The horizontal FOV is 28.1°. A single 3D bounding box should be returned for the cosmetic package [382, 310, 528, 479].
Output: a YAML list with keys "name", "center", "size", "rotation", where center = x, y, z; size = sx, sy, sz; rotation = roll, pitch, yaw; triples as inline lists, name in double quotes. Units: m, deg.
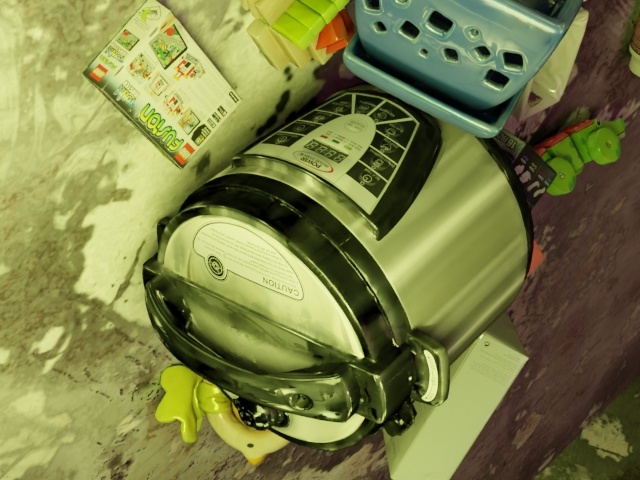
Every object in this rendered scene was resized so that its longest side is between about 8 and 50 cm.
- name: "cosmetic package"
  center: [0.208, 0.219, 2.158]
  size: [0.284, 0.097, 0.377]
  rotation: [-58, -169, 15]

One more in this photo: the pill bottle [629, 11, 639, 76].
- name: "pill bottle"
  center: [0.602, -0.368, 2.287]
  size: [0.086, 0.086, 0.152]
  rotation: [-30, 146, -34]

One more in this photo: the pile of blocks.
- name: "pile of blocks"
  center: [-0.010, -0.318, 1.426]
  size: [0.149, 0.112, 0.362]
  rotation: [-36, 147, -27]

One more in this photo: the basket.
- name: "basket"
  center: [0.318, -0.288, 1.947]
  size: [0.113, 0.103, 0.167]
  rotation: [-27, 143, -37]

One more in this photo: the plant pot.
- name: "plant pot"
  center: [0.167, -0.271, 1.460]
  size: [0.236, 0.236, 0.212]
  rotation: [-58, 172, -43]

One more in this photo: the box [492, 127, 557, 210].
- name: "box"
  center: [0.174, -0.118, 1.778]
  size: [0.142, 0.247, 0.163]
  rotation: [-55, 151, 4]

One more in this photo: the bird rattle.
- name: "bird rattle"
  center: [-0.098, 0.197, 1.815]
  size: [0.253, 0.207, 0.143]
  rotation: [-45, 171, 7]

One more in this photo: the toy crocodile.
- name: "toy crocodile"
  center: [0.426, -0.149, 2.276]
  size: [0.340, 0.105, 0.115]
  rotation: [-31, -173, -35]

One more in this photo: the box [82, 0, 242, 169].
- name: "box"
  center: [-0.172, -0.171, 1.437]
  size: [0.114, 0.036, 0.207]
  rotation: [-49, 152, -5]

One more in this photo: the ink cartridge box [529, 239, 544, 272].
- name: "ink cartridge box"
  center: [0.174, 0.059, 2.003]
  size: [0.283, 0.207, 0.117]
  rotation: [-44, 126, -13]

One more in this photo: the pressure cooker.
- name: "pressure cooker"
  center: [0.015, 0.046, 1.543]
  size: [0.420, 0.375, 0.370]
  rotation: [-38, -175, -36]
